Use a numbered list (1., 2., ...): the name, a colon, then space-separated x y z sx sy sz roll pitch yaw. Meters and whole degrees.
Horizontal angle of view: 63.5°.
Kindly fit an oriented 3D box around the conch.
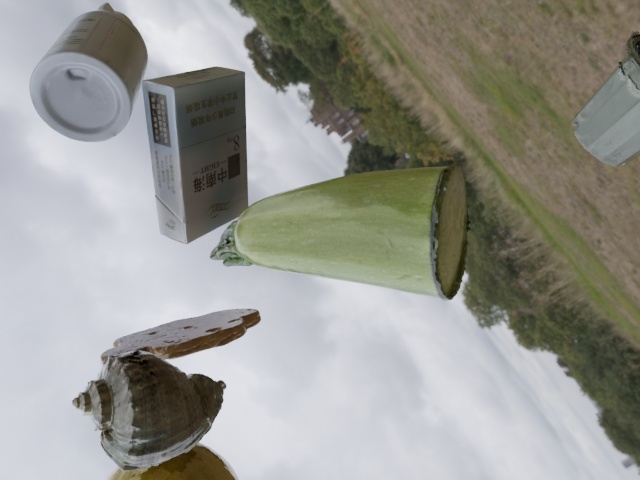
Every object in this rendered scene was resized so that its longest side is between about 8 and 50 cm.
1. conch: -0.235 0.234 0.724 0.207 0.130 0.155 9 -103 -30

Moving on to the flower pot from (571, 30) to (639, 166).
1. flower pot: 0.797 -0.342 1.305 0.291 0.259 0.290 12 -124 -18

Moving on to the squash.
1. squash: 0.000 0.000 0.403 0.094 0.224 0.094 11 -103 -59

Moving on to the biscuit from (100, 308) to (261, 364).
1. biscuit: -0.293 0.214 1.126 0.376 0.269 0.051 -12 -87 -47

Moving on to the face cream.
1. face cream: -0.376 -0.321 0.904 0.145 0.145 0.369 44 -158 -34

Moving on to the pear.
1. pear: -0.289 0.544 1.004 0.314 0.314 0.314 49 -166 -16

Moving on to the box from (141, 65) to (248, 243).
1. box: -0.185 -0.133 0.803 0.067 0.242 0.155 21 -148 28
